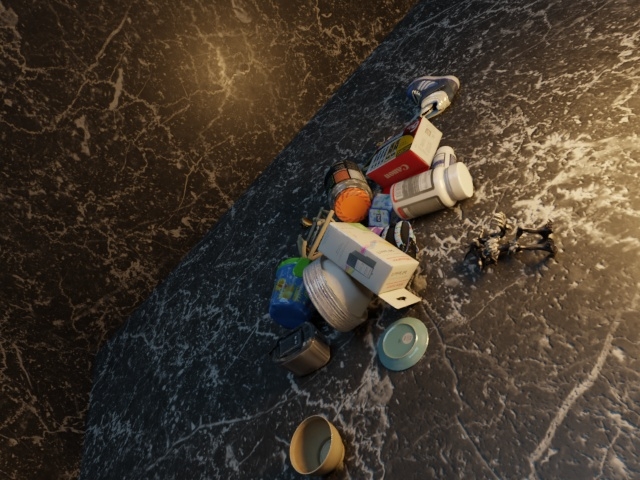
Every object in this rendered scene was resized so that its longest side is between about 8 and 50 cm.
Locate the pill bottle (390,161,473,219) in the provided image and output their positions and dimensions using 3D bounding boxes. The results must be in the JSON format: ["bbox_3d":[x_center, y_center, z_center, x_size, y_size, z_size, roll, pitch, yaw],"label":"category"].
[{"bbox_3d":[0.430,-0.191,1.579,0.283,0.161,0.161,-17,42,39],"label":"pill bottle"}]

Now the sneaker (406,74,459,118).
[{"bbox_3d":[0.532,-0.726,2.091,0.323,0.130,0.236,12,59,49],"label":"sneaker"}]

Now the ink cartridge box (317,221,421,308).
[{"bbox_3d":[0.190,0.072,1.386,0.353,0.207,0.119,36,112,30],"label":"ink cartridge box"}]

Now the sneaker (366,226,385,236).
[{"bbox_3d":[0.194,0.052,1.652,0.161,0.102,0.282,-5,51,44],"label":"sneaker"}]

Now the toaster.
[{"bbox_3d":[-0.072,0.414,1.515,0.227,0.146,0.129,-35,32,18],"label":"toaster"}]

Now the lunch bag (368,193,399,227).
[{"bbox_3d":[0.281,-0.122,1.757,0.129,0.096,0.151,13,79,53],"label":"lunch bag"}]

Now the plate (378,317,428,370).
[{"bbox_3d":[0.262,0.330,1.323,0.188,0.024,0.188,-32,33,24],"label":"plate"}]

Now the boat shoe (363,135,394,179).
[{"bbox_3d":[0.316,-0.438,2.067,0.104,0.089,0.285,3,56,53],"label":"boat shoe"}]

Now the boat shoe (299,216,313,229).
[{"bbox_3d":[-0.065,-0.070,1.766,0.049,0.056,0.152,-56,0,5],"label":"boat shoe"}]

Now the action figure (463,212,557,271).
[{"bbox_3d":[0.553,-0.002,1.236,0.275,0.141,0.164,-12,47,39],"label":"action figure"}]

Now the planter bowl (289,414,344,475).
[{"bbox_3d":[0.004,0.627,1.218,0.162,0.109,0.162,-32,34,25],"label":"planter bowl"}]

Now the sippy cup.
[{"bbox_3d":[-0.099,0.227,1.645,0.240,0.305,0.224,-12,34,27],"label":"sippy cup"}]

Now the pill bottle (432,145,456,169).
[{"bbox_3d":[0.512,-0.309,1.677,0.094,0.094,0.169,-19,40,38],"label":"pill bottle"}]

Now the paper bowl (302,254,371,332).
[{"bbox_3d":[0.075,0.175,1.473,0.148,0.284,0.284,-37,32,17],"label":"paper bowl"}]

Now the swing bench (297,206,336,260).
[{"bbox_3d":[0.000,0.000,1.812,0.255,0.165,0.253,-47,11,-1],"label":"swing bench"}]

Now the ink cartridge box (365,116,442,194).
[{"bbox_3d":[0.360,-0.359,1.825,0.309,0.130,0.272,-24,36,56],"label":"ink cartridge box"}]

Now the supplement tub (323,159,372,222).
[{"bbox_3d":[0.129,-0.231,1.926,0.207,0.207,0.338,-37,28,17],"label":"supplement tub"}]

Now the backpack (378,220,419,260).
[{"bbox_3d":[0.294,0.017,1.550,0.158,0.117,0.173,-20,40,37],"label":"backpack"}]
